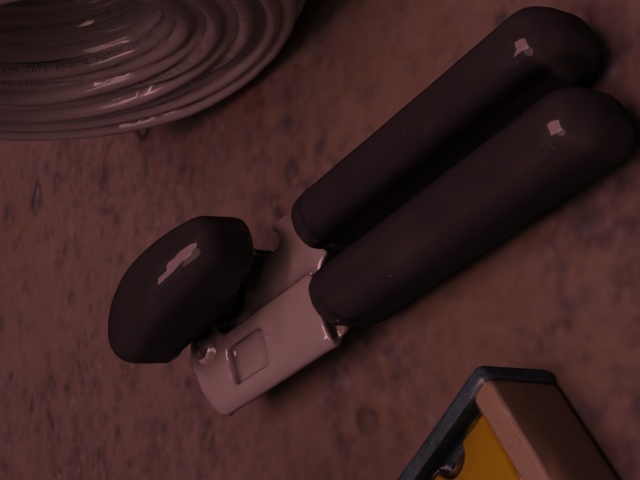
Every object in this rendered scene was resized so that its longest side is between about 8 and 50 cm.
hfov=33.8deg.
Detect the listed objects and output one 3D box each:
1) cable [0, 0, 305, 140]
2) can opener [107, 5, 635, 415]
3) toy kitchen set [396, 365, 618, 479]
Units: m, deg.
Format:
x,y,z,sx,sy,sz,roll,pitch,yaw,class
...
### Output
x,y,z,sx,sy,sz,roll,pitch,yaw,class
-0.135,-0.130,0.525,0.257,0.257,0.089,-24,72,47,cable
0.000,0.000,0.467,0.283,0.095,0.076,-39,57,42,can opener
-0.023,0.109,0.392,0.122,0.207,0.166,53,125,40,toy kitchen set
